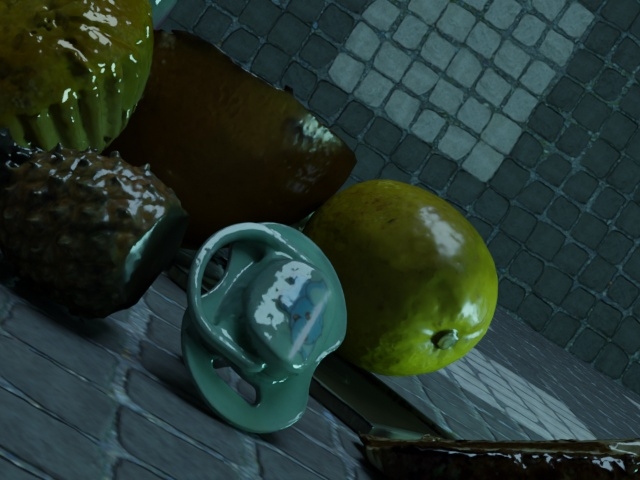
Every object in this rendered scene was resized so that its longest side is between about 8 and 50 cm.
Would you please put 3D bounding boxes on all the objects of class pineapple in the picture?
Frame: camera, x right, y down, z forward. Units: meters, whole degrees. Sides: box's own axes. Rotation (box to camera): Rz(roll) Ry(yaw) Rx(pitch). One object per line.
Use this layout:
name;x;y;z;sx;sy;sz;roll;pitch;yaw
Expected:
pineapple;-0.186;-0.029;0.860;0.197;0.108;0.108;28;4;14

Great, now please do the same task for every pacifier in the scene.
pacifier;-0.053;0.056;0.883;0.127;0.150;0.116;42;-37;-24

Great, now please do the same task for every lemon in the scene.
lemon;0.063;0.032;1.198;0.170;0.170;0.207;28;8;-46

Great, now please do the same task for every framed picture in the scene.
framed picture;-0.002;0.106;1.164;0.250;0.016;0.184;35;6;31

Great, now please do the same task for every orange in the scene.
orange;-0.111;-0.113;1.272;0.310;0.274;0.274;-13;-25;33

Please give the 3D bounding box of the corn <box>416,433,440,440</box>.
corn;0.104;0.178;1.048;0.083;0.028;0.027;33;26;-2

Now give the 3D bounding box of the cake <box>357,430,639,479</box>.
cake;0.149;0.210;0.969;0.246;0.135;0.112;3;-2;-10

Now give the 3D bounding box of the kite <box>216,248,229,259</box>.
kite;-0.100;0.007;1.517;0.152;0.015;0.285;34;6;-20

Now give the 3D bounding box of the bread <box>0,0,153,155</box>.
bread;-0.239;-0.139;1.066;0.240;0.240;0.139;39;-30;50

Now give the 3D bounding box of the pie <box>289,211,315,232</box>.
pie;0.005;0.005;1.678;0.274;0.105;0.257;39;-3;29

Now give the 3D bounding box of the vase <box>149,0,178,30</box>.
vase;-0.259;-0.225;1.591;0.086;0.214;0.086;34;6;-4
